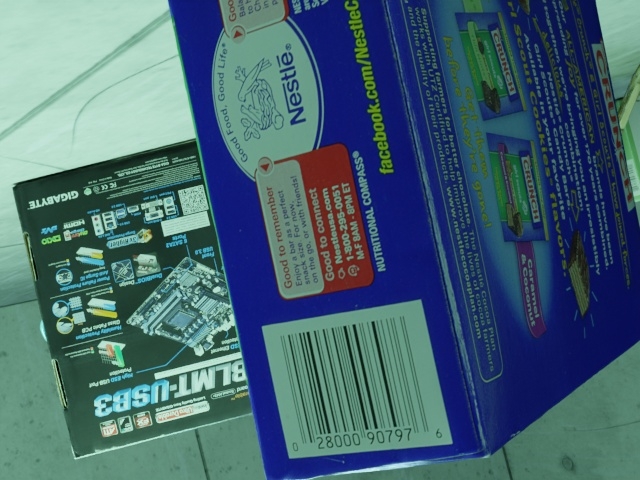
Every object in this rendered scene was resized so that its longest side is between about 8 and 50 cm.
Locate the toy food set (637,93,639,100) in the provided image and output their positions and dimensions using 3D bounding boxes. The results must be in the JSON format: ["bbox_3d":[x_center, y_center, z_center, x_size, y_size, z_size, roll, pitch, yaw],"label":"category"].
[{"bbox_3d":[0.558,-0.152,1.329,0.306,0.092,0.220,20,-168,12],"label":"toy food set"}]

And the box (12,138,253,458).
[{"bbox_3d":[-0.145,0.050,1.086,0.296,0.293,0.073,-15,177,-2],"label":"box"}]

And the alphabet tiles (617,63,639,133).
[{"bbox_3d":[0.363,-0.099,1.331,0.011,0.285,0.342,22,-176,11],"label":"alphabet tiles"}]

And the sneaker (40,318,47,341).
[{"bbox_3d":[-0.269,0.061,1.256,0.150,0.135,0.366,-7,-150,-14],"label":"sneaker"}]

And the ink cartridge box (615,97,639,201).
[{"bbox_3d":[0.607,-0.172,1.731,0.235,0.171,0.056,-14,178,-17],"label":"ink cartridge box"}]

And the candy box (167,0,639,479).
[{"bbox_3d":[0.073,-0.045,0.564,0.122,0.268,0.317,-12,179,32],"label":"candy box"}]
